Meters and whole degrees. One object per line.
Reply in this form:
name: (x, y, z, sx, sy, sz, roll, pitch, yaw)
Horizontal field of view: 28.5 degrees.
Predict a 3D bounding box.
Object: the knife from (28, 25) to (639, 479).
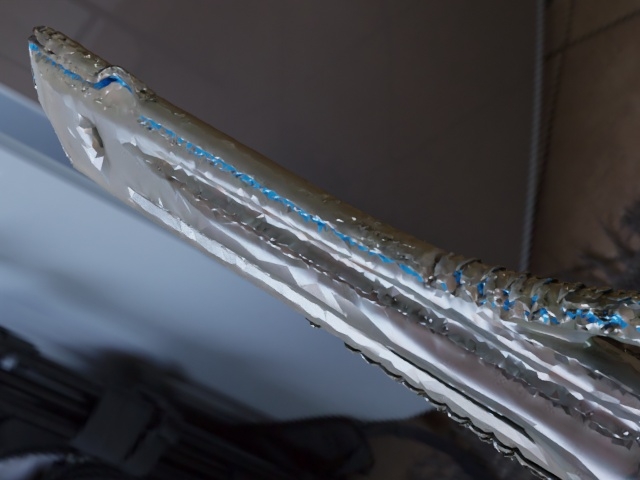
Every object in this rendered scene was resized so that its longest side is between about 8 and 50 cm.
knife: (0.005, -0.002, 0.428, 0.365, 0.043, 0.089, 30, 131, 40)
